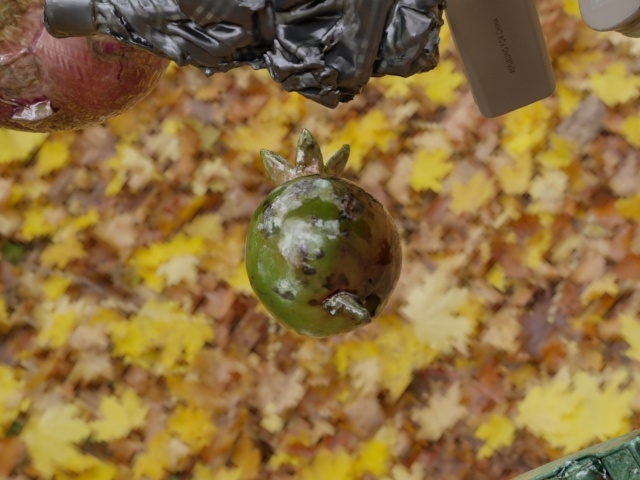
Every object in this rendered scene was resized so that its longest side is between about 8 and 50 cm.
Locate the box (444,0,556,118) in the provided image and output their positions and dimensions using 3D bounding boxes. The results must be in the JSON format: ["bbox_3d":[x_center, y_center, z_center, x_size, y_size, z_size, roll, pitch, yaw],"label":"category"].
[{"bbox_3d":[0.208,-0.245,1.770,0.103,0.243,0.055,-21,52,5],"label":"box"}]

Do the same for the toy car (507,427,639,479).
[{"bbox_3d":[0.264,0.291,1.544,0.097,0.141,0.321,-31,-2,-38],"label":"toy car"}]

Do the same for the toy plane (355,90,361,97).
[{"bbox_3d":[0.023,-0.298,1.574,0.204,0.103,0.316,110,144,-69],"label":"toy plane"}]

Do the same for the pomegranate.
[{"bbox_3d":[0.009,-0.010,1.408,0.156,0.156,0.220,-23,40,38],"label":"pomegranate"}]

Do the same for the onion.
[{"bbox_3d":[-0.314,-0.286,1.682,0.354,0.354,0.353,-32,37,28],"label":"onion"}]

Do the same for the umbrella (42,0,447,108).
[{"bbox_3d":[-0.063,-0.205,1.227,0.128,0.337,0.154,-44,-33,-79],"label":"umbrella"}]

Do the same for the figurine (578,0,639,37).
[{"bbox_3d":[0.365,-0.202,1.136,0.203,0.381,0.248,-15,76,58],"label":"figurine"}]
